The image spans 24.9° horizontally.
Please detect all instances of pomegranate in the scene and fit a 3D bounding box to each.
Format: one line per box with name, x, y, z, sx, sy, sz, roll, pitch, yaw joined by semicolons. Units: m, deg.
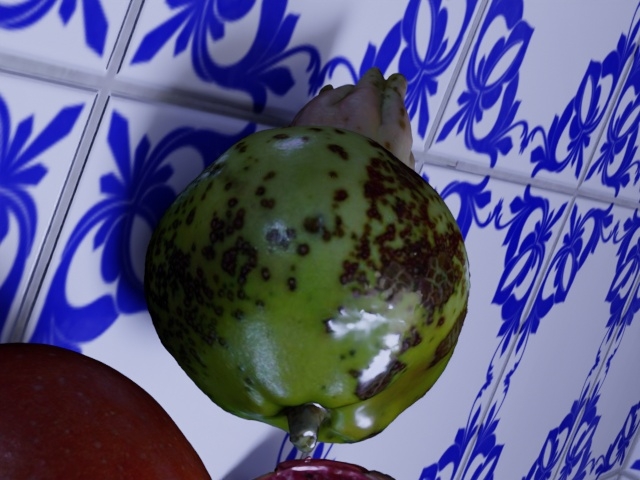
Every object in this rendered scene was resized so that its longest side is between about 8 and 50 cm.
pomegranate;0.016;0.006;0.966;0.276;0.204;0.222;-45;167;-33

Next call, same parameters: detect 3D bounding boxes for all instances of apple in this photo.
apple;-0.159;0.168;0.785;0.218;0.201;0.218;-56;160;-32

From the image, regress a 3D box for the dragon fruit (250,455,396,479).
dragon fruit;-0.050;0.301;1.234;0.262;0.134;0.211;-25;148;-34
